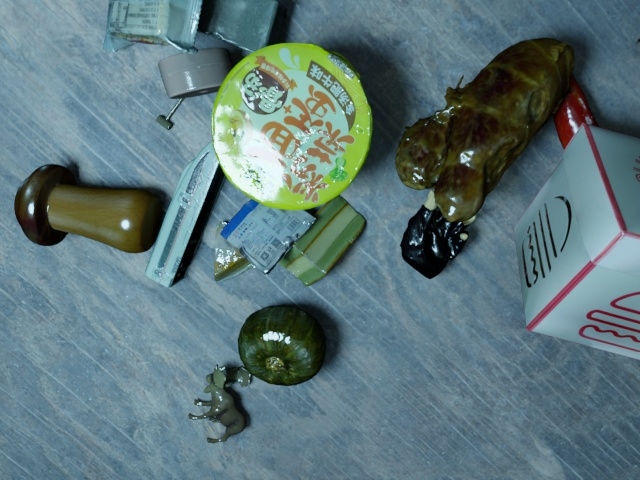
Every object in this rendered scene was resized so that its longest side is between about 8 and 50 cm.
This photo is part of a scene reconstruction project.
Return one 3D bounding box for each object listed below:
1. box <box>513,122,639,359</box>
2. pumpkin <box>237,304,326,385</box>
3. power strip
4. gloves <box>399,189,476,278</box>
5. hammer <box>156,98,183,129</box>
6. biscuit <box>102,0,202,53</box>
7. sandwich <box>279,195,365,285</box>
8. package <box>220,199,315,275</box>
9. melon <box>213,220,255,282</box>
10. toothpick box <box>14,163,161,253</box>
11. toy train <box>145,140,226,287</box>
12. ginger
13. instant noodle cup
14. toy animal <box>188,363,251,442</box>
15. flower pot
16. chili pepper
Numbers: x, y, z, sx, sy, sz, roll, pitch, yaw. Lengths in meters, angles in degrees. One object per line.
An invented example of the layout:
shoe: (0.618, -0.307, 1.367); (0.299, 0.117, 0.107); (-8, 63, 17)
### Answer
box: (0.585, 0.014, 0.848); (0.313, 0.314, 0.300); (15, 137, 1)
pumpkin: (-0.092, 0.255, 1.101); (0.224, 0.157, 0.223); (4, 122, 7)
power strip: (-0.261, -0.352, 0.953); (0.154, 0.154, 0.078); (-10, 107, 8)
gloves: (0.270, -0.029, 1.014); (0.164, 0.124, 0.203); (40, 84, -28)
hammer: (-0.335, -0.309, 1.043); (0.035, 0.019, 0.110); (40, 100, -6)
biscuit: (-0.338, -0.470, 0.898); (0.309, 0.079, 0.185); (21, 102, 38)
sandwich: (0.000, 0.000, 1.097); (0.117, 0.144, 0.187); (42, 69, -7)
package: (-0.124, -0.032, 1.032); (0.173, 0.027, 0.171); (39, 86, 27)
melon: (-0.206, 0.013, 1.082); (0.203, 0.093, 0.139); (-33, 88, 6)
toothpick box: (-0.537, -0.064, 1.045); (0.295, 0.192, 0.192); (11, 106, -4)
toy train: (-0.305, -0.085, 1.067); (0.088, 0.086, 0.406); (28, 105, 3)
ginger: (0.317, -0.246, 0.913); (0.418, 0.176, 0.254); (-51, 51, 2)
instant noodle cup: (-0.045, -0.233, 0.929); (0.312, 0.221, 0.311); (1, 106, 4)
toy animal: (-0.259, 0.427, 1.205); (0.186, 0.093, 0.214); (-26, 109, 16)
flower pot: (-0.190, -0.470, 0.939); (0.229, 0.103, 0.108); (21, 106, 0)
chili pepper: (0.598, -0.202, 0.950); (0.137, 0.092, 0.368); (-45, 100, 2)
